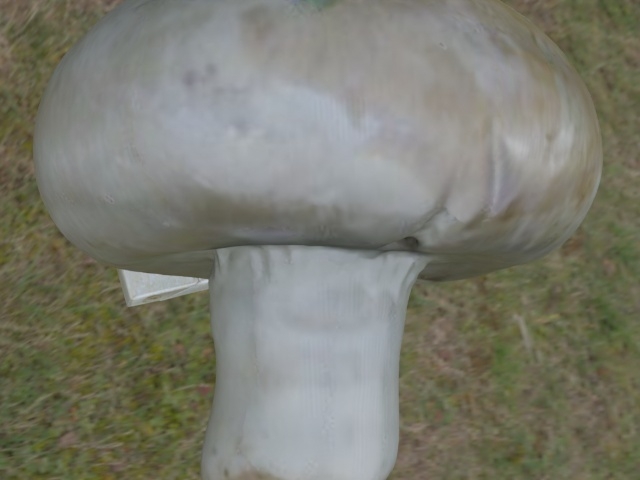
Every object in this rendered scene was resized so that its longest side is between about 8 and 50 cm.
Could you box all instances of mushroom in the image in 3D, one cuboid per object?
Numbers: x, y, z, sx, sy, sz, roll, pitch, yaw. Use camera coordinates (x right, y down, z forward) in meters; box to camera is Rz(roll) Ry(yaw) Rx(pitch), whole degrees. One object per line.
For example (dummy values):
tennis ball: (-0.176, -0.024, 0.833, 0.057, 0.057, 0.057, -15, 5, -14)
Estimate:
mushroom: (0.000, 0.000, 0.610, 0.243, 0.243, 0.243, 6, 76, -25)

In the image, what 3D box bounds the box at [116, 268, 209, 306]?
box: (-0.055, -0.019, 0.917, 0.167, 0.024, 0.090, -13, 76, -19)
